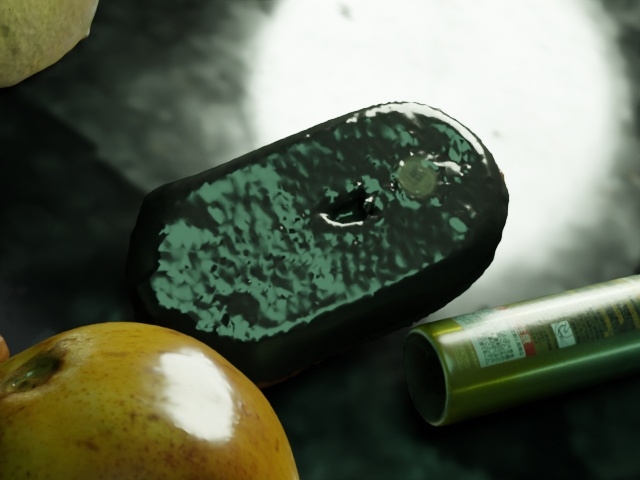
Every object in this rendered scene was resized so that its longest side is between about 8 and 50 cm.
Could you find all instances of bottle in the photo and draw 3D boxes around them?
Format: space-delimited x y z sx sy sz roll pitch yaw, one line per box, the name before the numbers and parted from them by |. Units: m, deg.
bottle | 0.209 0.080 1.008 0.286 0.082 0.082 -11 63 -22

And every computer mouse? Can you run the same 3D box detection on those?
computer mouse | 0.000 0.002 0.975 0.323 0.116 0.183 -22 67 -20

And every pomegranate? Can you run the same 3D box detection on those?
pomegranate | -0.130 0.184 0.750 0.264 0.264 0.264 8 57 -12

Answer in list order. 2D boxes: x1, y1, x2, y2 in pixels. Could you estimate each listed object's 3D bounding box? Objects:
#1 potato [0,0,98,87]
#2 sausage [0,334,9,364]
potato | -0.312 -0.215 0.968 0.264 0.211 0.189 18 54 -10
sausage | -0.329 0.121 0.807 0.259 0.113 0.113 -28 70 -28
